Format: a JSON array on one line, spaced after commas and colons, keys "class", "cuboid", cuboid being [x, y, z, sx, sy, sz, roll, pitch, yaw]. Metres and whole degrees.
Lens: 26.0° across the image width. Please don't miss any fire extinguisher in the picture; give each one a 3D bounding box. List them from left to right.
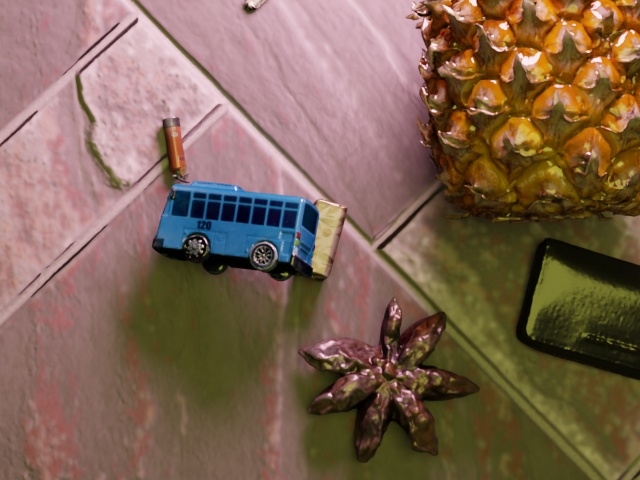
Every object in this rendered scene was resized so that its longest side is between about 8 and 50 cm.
[{"class": "fire extinguisher", "cuboid": [-0.179, -0.112, 1.735, 0.028, 0.022, 0.083, -5, 83, -39]}]

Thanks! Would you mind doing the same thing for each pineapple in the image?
[{"class": "pineapple", "cuboid": [0.274, -0.170, 1.664, 0.352, 0.352, 0.300, -3, 93, -9]}]

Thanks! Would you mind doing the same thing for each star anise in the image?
[{"class": "star anise", "cuboid": [0.090, 0.183, 1.712, 0.212, 0.073, 0.197, -29, 85, -8]}]

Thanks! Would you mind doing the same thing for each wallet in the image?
[{"class": "wallet", "cuboid": [0.382, 0.097, 1.781, 0.250, 0.044, 0.149, 18, 85, -6]}]

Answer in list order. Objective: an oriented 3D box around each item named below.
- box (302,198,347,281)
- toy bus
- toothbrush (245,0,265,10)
[{"class": "box", "cuboid": [0.000, 0.000, 1.726, 0.045, 0.062, 0.098, 15, 80, -5]}, {"class": "toy bus", "cuboid": [-0.101, -0.012, 1.673, 0.184, 0.090, 0.106, 7, 81, 15]}, {"class": "toothbrush", "cuboid": [0.005, -0.403, 1.797, 0.026, 0.028, 0.294, 44, 84, 0]}]
